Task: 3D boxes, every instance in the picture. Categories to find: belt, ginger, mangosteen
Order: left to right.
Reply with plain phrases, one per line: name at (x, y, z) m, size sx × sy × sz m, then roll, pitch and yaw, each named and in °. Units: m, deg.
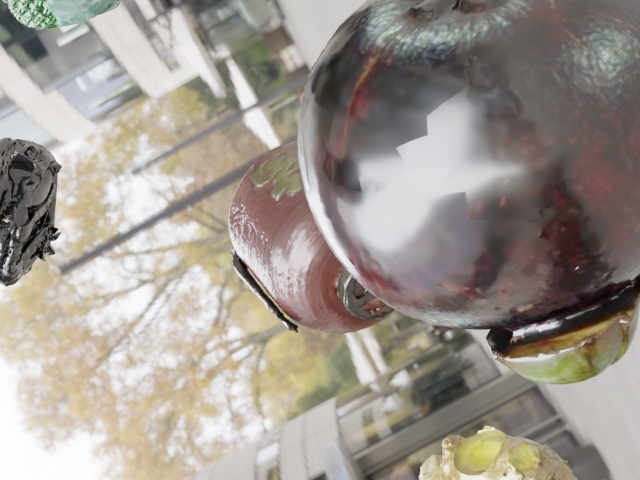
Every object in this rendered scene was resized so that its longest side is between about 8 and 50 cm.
belt at (-0.280, -0.286, 1.127) m, size 0.079 × 0.151 × 0.121 m, roll 61°, pitch -141°, yaw -53°
mangosteen at (0.131, -0.058, 0.734) m, size 0.300 × 0.300 × 0.300 m, roll 61°, pitch -178°, yaw -4°
ginger at (0.199, 0.263, 1.055) m, size 0.216 × 0.102 × 0.157 m, roll -13°, pitch 119°, yaw 49°

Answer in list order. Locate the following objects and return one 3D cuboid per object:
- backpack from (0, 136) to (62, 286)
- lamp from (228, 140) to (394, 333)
backpack at (-0.447, -0.031, 1.483) m, size 0.258 × 0.133 × 0.206 m, roll -95°, pitch 18°, yaw -63°
lamp at (0.000, 0.000, 1.054) m, size 0.258 × 0.180 × 0.180 m, roll 48°, pitch 171°, yaw 52°
